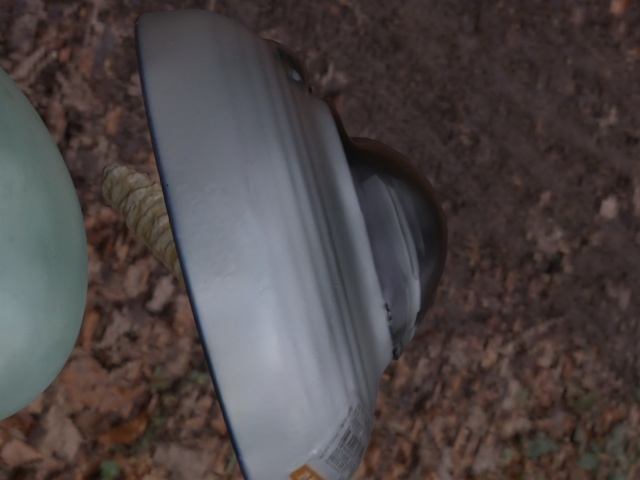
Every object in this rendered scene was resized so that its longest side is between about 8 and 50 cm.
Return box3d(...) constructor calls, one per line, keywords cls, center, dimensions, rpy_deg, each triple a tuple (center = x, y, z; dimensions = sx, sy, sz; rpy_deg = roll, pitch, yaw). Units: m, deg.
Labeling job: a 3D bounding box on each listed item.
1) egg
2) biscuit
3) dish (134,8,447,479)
box3d(cls="egg", center=(-0.347, -0.026, 1.060), dimensions=(0.276, 0.276, 0.389), rpy_deg=(-17, 74, -52))
box3d(cls="biscuit", center=(-0.135, 0.002, 1.234), dimensions=(0.055, 0.219, 0.061), rpy_deg=(-41, 151, -11))
box3d(cls="dish", center=(0.000, 0.000, 0.679), dimensions=(0.133, 0.273, 0.273), rpy_deg=(-14, 126, -3))
